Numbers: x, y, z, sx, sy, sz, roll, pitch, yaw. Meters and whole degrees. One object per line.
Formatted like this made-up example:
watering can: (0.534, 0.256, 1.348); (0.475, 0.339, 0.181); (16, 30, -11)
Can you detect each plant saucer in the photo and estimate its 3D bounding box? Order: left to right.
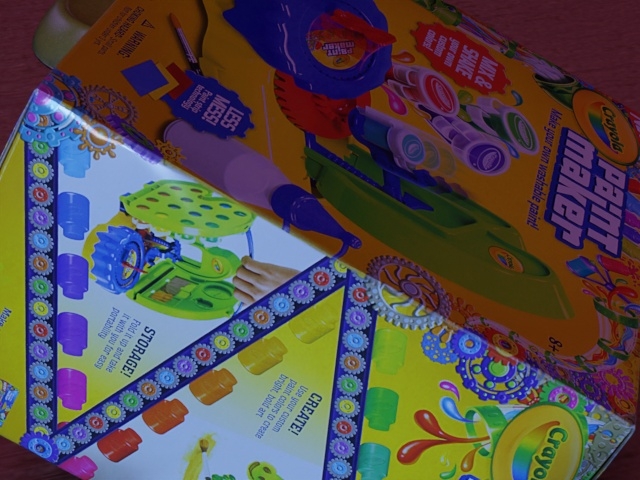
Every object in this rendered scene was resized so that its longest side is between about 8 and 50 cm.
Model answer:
plant saucer: (-0.138, -0.202, 1.379); (0.241, 0.037, 0.241); (-2, 30, 1)

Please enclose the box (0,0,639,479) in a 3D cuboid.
box: (0.000, 0.000, 0.772); (0.279, 0.177, 0.290); (29, 32, -4)
